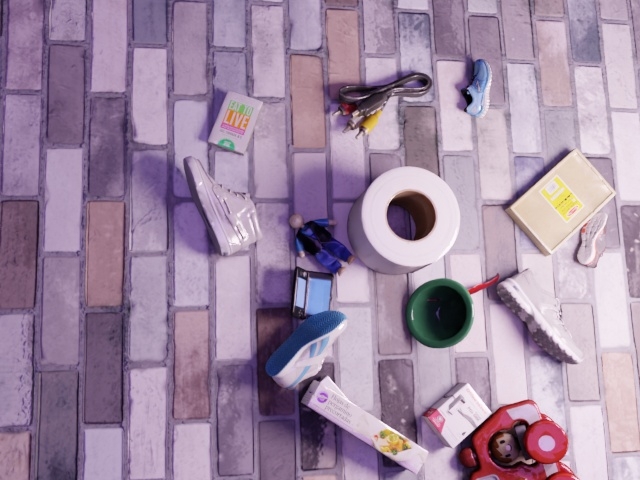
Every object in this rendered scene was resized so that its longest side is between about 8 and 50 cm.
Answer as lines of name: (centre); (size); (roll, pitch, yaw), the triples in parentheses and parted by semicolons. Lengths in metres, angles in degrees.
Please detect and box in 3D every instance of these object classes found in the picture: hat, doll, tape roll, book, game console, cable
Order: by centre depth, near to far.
game console: (-0.019, 0.131, 1.805); (0.071, 0.107, 0.122); (1, 78, 19)
tape roll: (0.200, -0.045, 1.823); (0.246, 0.169, 0.246); (2, 79, -9)
doll: (0.000, 0.000, 1.842); (0.189, 0.046, 0.129); (40, 85, 5)
book: (-0.214, -0.295, 1.867); (0.096, 0.035, 0.144); (19, 79, -2)
hat: (0.347, 0.184, 1.883); (0.209, 0.184, 0.172); (-19, 73, 29)
cable: (0.156, -0.375, 1.947); (0.287, 0.072, 0.139); (-32, 70, -26)

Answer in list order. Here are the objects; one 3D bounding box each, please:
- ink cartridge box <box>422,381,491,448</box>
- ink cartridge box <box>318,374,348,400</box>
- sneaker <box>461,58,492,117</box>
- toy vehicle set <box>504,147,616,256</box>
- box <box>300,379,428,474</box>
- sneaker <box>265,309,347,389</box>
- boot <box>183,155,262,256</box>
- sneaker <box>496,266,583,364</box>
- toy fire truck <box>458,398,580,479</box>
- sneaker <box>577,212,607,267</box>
ink cartridge box: (0.335, 0.427, 1.819); (0.135, 0.056, 0.099); (-38, 87, -13)
ink cartridge box: (0.028, 0.388, 1.785); (0.063, 0.029, 0.115); (-42, 96, -14)
sneaker: (0.414, -0.410, 1.981); (0.073, 0.063, 0.162); (7, 79, -6)
toy vehicle set: (0.642, -0.104, 1.979); (0.267, 0.035, 0.166); (-40, 89, -14)
box: (0.106, 0.442, 1.752); (0.324, 0.067, 0.063); (34, 77, -10)
sneaker: (-0.023, 0.258, 1.769); (0.229, 0.087, 0.092); (-41, 127, -6)
boot: (-0.235, -0.098, 1.804); (0.123, 0.095, 0.258); (-23, 93, -19)
sneaker: (0.581, 0.190, 1.880); (0.115, 0.105, 0.281); (-38, 88, -14)
toy fire truck: (0.476, 0.552, 1.781); (0.254, 0.169, 0.302); (-19, 83, 6)
sneaker: (0.733, 0.002, 1.976); (0.065, 0.061, 0.157); (32, 75, -31)
